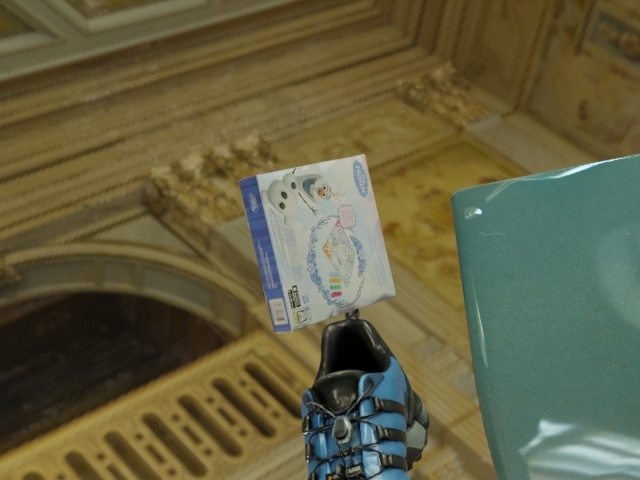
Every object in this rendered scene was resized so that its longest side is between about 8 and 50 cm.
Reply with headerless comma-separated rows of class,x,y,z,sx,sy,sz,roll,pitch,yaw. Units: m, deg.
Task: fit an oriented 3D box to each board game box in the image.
board game box,0.000,0.000,0.651,0.090,0.020,0.090,-14,-87,-43

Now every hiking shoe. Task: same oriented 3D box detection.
hiking shoe,0.019,0.175,0.878,0.113,0.304,0.132,-20,-69,12

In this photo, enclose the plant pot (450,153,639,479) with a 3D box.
plant pot,0.176,0.096,0.595,0.165,0.165,0.234,43,-138,-55
